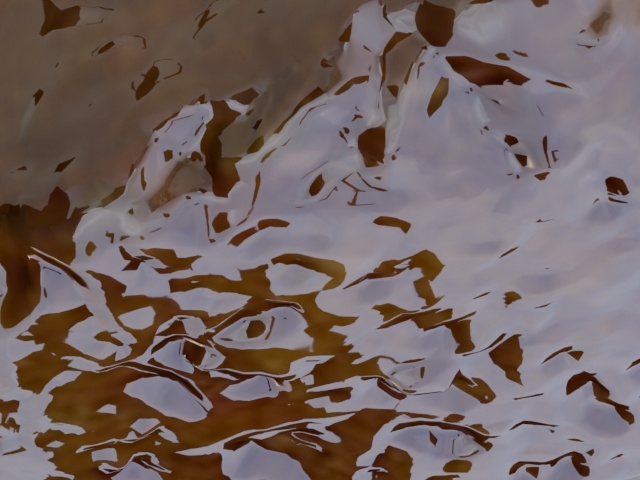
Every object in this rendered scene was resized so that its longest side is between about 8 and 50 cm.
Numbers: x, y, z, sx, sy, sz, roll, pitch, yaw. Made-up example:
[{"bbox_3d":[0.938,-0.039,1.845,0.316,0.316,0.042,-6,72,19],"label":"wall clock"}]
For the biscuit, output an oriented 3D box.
[{"bbox_3d":[0.000,0.000,0.781,0.395,0.166,0.342,-22,146,22],"label":"biscuit"}]
